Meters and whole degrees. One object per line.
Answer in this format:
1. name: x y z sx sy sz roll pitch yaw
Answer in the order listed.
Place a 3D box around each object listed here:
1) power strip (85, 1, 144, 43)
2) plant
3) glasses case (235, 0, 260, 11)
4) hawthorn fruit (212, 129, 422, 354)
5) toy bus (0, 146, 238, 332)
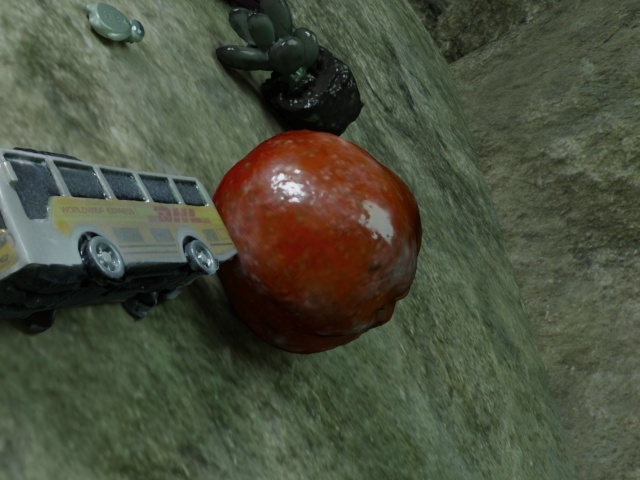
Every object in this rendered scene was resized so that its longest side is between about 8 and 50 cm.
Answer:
1. power strip: -0.259 -0.266 1.071 0.083 0.035 0.055 9 56 -50
2. plant: -0.047 -0.289 1.431 0.149 0.146 0.274 20 -16 46
3. glasses case: -0.155 -0.486 1.517 0.123 0.076 0.316 67 20 10
4. hawthorn fruit: 0.000 0.000 1.027 0.284 0.284 0.284 50 24 -31
5. toy bus: -0.196 -0.003 0.785 0.138 0.097 0.342 65 20 11
